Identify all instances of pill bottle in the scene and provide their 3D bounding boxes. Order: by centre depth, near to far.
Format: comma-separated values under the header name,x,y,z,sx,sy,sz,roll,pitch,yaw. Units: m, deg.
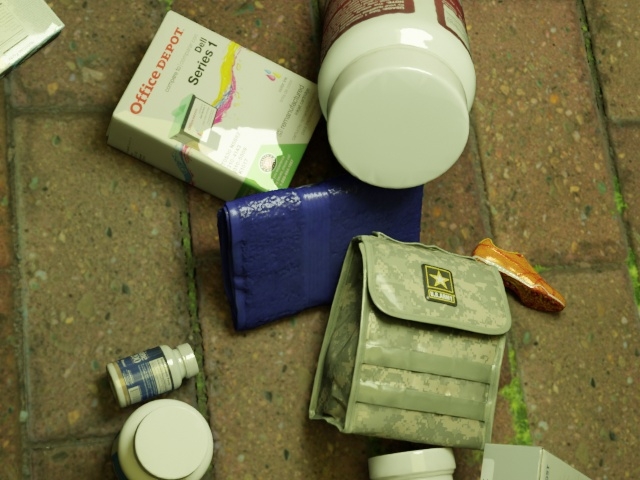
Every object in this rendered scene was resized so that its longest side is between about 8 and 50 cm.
name,x,y,z,sx,sy,sz,roll,pitch,yaw
pill bottle,-0.209,0.277,1.344,0.124,0.221,0.124,4,74,-14
pill bottle,0.145,0.432,1.432,0.153,0.153,0.264,-4,77,-16
pill bottle,-0.238,0.188,1.444,0.120,0.067,0.067,-18,80,-19
pill bottle,0.109,-0.259,1.487,0.224,0.224,0.392,17,36,-10

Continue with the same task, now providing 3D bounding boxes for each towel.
name,x,y,z,sx,sy,sz,roll,pitch,yaw
towel,0.000,0.000,1.506,0.308,0.227,0.076,-14,40,-18

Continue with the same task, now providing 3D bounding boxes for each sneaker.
name,x,y,z,sx,sy,sz,roll,pitch,yaw
sneaker,0.326,0.055,1.636,0.175,0.064,0.067,34,59,-6

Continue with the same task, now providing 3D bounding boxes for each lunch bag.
name,x,y,z,sx,sy,sz,roll,pitch,yaw
lunch bag,0.137,0.142,1.469,0.235,0.169,0.287,12,84,-21

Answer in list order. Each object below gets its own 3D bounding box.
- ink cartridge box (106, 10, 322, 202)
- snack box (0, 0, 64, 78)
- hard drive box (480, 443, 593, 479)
name,x,y,z,sx,sy,sz,roll,pitch,yaw
ink cartridge box,-0.156,-0.188,1.544,0.278,0.117,0.201,26,70,-7
snack box,-0.559,-0.288,1.478,0.322,0.060,0.187,-43,102,-21
hard drive box,0.310,0.405,1.446,0.232,0.089,0.181,38,58,-48
